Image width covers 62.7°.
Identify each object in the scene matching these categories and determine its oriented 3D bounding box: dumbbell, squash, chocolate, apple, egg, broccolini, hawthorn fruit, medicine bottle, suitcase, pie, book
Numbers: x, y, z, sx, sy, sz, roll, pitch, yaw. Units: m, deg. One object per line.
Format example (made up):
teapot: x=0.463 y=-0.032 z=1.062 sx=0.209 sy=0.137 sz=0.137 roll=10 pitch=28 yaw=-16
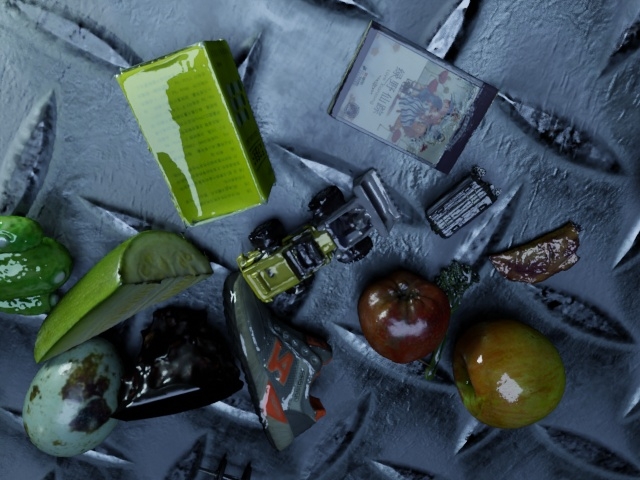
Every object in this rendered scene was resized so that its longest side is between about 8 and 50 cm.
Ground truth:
dumbbell: x=-0.186 y=0.500 z=1.103 sx=0.147 sy=0.069 sz=0.069 roll=22 pitch=110 yaw=-9
squash: x=-0.358 y=0.092 z=0.922 sx=0.288 sy=0.203 sz=0.111 roll=-38 pitch=72 yaw=31
chocolate: x=-0.265 y=0.215 z=0.971 sx=0.224 sy=0.206 sz=0.177 roll=-12 pitch=68 yaw=-6
apple: x=0.337 y=0.237 z=0.944 sx=0.195 sy=0.196 sz=0.196 roll=0 pitch=112 yaw=-1
egg: x=-0.440 y=0.281 z=0.959 sx=0.169 sy=0.169 sz=0.231 roll=21 pitch=99 yaw=-9
broccolini: x=0.232 y=0.159 z=0.982 sx=0.071 sy=0.057 sz=0.255 roll=24 pitch=113 yaw=36
hawthorn fruit: x=0.147 y=0.157 z=0.942 sx=0.162 sy=0.163 sz=0.204 roll=-2 pitch=131 yaw=0
medicine bottle: x=-0.173 y=-0.163 z=0.798 sx=0.141 sy=0.137 sz=0.250 roll=-18 pitch=110 yaw=6
suitcase: x=0.232 y=-0.062 z=0.875 sx=0.126 sy=0.086 sz=0.059 roll=-40 pitch=92 yaw=14
pie: x=0.395 y=0.031 z=0.942 sx=0.169 sy=0.034 sz=0.092 roll=-26 pitch=106 yaw=9
book: x=0.146 y=-0.222 z=0.840 sx=0.231 sy=0.026 sz=0.158 roll=24 pitch=110 yaw=-10

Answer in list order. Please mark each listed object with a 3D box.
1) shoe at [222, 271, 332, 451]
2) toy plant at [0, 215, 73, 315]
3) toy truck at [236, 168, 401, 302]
shoe: x=-0.062 y=0.204 z=0.959 sx=0.170 sy=0.132 sz=0.337 roll=-19 pitch=101 yaw=-16
toy plant: x=-0.579 y=0.068 z=0.875 sx=0.315 sy=0.185 sz=0.224 roll=-12 pitch=138 yaw=-3
toy truck: x=0.000 y=0.000 z=0.879 sx=0.285 sy=0.111 sz=0.136 roll=-31 pitch=108 yaw=5
